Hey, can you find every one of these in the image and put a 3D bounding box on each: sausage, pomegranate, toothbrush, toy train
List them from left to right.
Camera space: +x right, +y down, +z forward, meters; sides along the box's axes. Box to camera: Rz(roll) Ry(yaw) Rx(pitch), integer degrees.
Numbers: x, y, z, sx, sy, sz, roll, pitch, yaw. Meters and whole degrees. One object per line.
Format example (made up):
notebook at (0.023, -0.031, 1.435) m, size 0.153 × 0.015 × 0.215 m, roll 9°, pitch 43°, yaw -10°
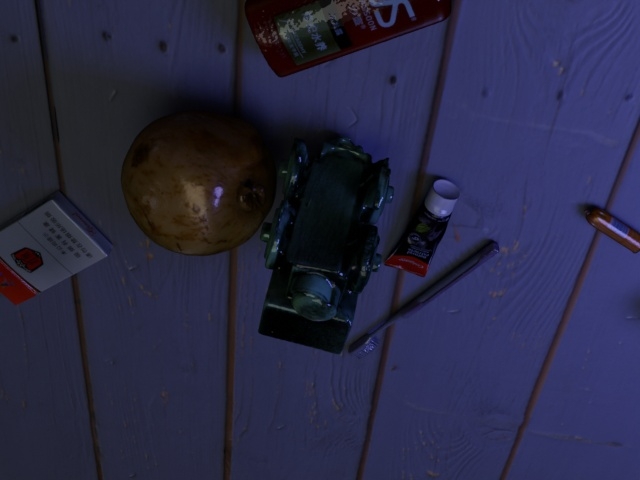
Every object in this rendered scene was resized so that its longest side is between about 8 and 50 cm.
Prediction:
pomegranate at (-0.163, -0.085, 1.153) m, size 0.215 × 0.215 × 0.215 m, roll 5°, pitch 129°, yaw 6°
toy train at (0.000, 0.000, 1.160) m, size 0.166 × 0.299 × 0.238 m, roll 15°, pitch 142°, yaw -1°
toothbrush at (0.169, 0.108, 1.382) m, size 0.029 × 0.024 × 0.354 m, roll 32°, pitch 127°, yaw -22°
sausage at (0.437, -0.020, 1.231) m, size 0.107 × 0.031 × 0.031 m, roll 31°, pitch 127°, yaw -13°

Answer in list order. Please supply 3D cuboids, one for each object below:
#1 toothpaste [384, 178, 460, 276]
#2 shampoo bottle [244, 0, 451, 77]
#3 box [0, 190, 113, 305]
toothpaste at (0.163, -0.012, 1.279) m, size 0.071 × 0.045 × 0.194 m, roll 18°, pitch 135°, yaw -5°
shampoo bottle at (0.063, -0.304, 1.039) m, size 0.314 × 0.076 × 0.118 m, roll -14°, pitch 122°, yaw 20°
box at (-0.489, 0.018, 1.415) m, size 0.245 × 0.035 × 0.139 m, roll -25°, pitch 120°, yaw 25°
